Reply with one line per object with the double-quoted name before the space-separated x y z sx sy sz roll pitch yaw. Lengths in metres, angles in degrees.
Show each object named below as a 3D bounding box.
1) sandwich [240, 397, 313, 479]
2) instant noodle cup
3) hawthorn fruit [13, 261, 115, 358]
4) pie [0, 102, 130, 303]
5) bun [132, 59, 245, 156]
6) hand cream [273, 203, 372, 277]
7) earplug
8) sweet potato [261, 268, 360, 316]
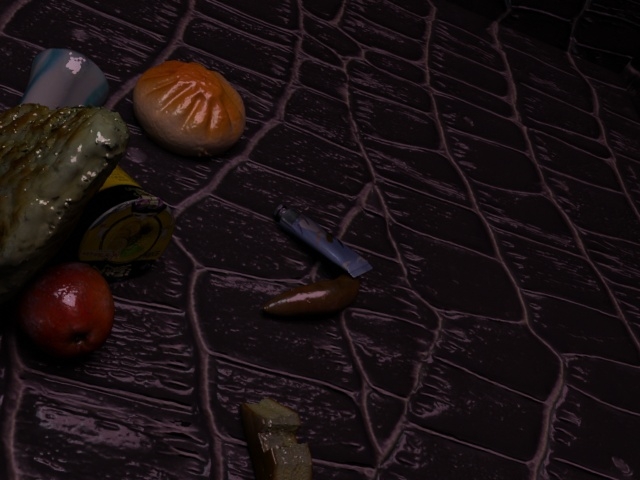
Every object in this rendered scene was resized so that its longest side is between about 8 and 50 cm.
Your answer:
"sandwich" -0.077 0.381 1.380 0.090 0.088 0.244 4 47 -32
"instant noodle cup" -0.445 -0.066 1.542 0.215 0.216 0.236 -16 51 -40
"hawthorn fruit" -0.457 0.129 1.359 0.172 0.173 0.173 16 43 -15
"pie" -0.515 -0.080 1.318 0.180 0.418 0.395 37 72 -35
"bun" -0.321 -0.353 1.914 0.298 0.165 0.299 15 45 -15
"hand cream" 0.000 0.000 1.799 0.271 0.058 0.091 36 27 22
"earplug" -0.605 -0.257 1.660 0.185 0.185 0.324 20 48 -11
"sweet potato" 0.021 0.112 1.714 0.108 0.079 0.346 36 37 26
